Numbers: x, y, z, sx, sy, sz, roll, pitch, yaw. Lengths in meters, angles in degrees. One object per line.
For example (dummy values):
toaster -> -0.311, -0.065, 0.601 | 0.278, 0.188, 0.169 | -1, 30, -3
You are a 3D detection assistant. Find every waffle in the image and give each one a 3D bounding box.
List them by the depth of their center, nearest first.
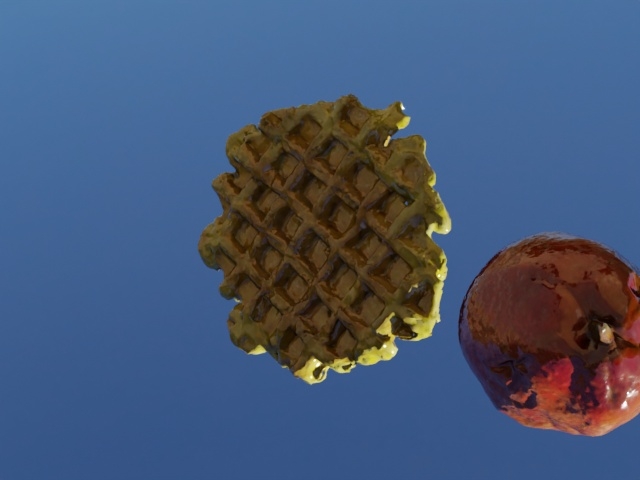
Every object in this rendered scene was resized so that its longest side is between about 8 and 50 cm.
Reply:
waffle -> 0.000, 0.000, 1.498 | 0.325, 0.302, 0.068 | -11, 170, 39

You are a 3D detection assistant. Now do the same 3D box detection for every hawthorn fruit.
hawthorn fruit -> 0.195, 0.078, 1.095 | 0.173, 0.173, 0.179 | -18, -152, -18
